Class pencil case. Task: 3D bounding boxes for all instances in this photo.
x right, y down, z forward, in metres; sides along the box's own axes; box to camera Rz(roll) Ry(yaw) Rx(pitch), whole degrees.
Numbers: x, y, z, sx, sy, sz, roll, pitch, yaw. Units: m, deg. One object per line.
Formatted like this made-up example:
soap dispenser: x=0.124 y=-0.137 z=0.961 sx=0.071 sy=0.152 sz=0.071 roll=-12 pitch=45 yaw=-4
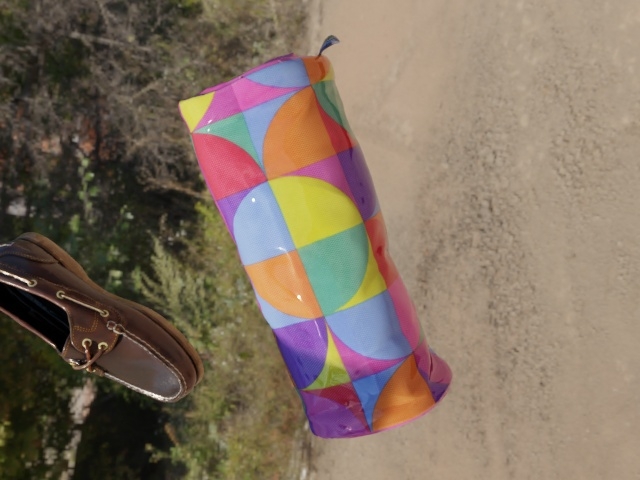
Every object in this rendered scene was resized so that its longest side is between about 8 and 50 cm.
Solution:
pencil case: x=0.000 y=0.000 z=0.457 sx=0.236 sy=0.105 sz=0.104 roll=71 pitch=162 yaw=-6

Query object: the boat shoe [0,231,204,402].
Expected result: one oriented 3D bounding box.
boat shoe: x=-0.199 y=0.076 z=0.633 sx=0.073 sy=0.207 sz=0.073 roll=-58 pitch=-2 yaw=29
